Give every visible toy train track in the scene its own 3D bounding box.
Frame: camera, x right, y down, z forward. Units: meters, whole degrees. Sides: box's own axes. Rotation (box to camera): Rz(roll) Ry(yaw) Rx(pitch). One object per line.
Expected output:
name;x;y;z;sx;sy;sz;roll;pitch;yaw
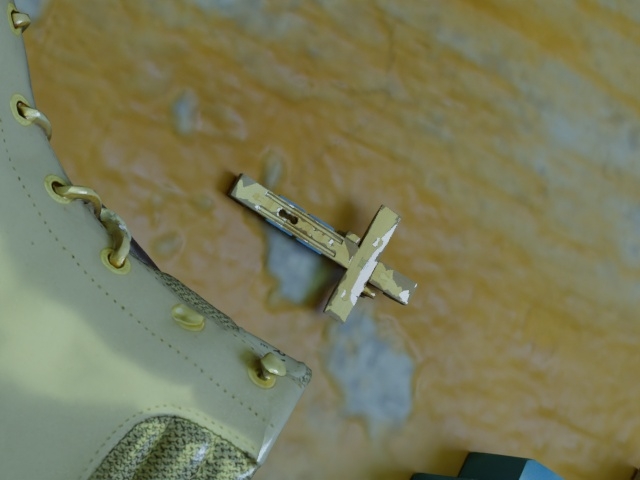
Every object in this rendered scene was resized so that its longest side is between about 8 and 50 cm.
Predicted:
toy train track;0.000;0.000;0.689;0.083;0.014;0.048;33;80;-18

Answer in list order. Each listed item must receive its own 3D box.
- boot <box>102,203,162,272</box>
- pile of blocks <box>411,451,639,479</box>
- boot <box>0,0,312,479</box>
boot;-0.076;0.054;0.628;0.114;0.037;0.106;47;54;-23
pile of blocks;0.039;0.156;0.646;0.362;0.112;0.149;-24;99;-29
boot;-0.086;-0.017;0.565;0.203;0.095;0.262;31;77;-8
